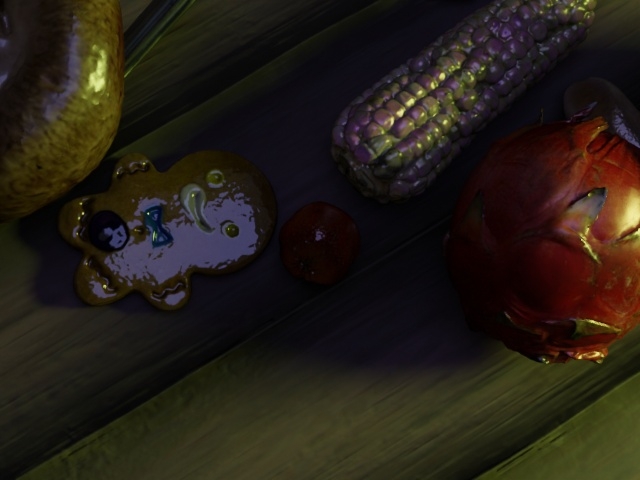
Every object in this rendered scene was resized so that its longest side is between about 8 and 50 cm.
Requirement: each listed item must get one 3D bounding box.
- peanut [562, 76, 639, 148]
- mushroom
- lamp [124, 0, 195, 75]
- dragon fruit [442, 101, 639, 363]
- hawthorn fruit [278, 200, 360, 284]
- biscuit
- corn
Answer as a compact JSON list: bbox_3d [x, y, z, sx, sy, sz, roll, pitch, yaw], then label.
[{"bbox_3d":[0.320,-0.113,1.583,0.076,0.076,0.152,-36,81,-9],"label":"peanut"},{"bbox_3d":[-0.349,-0.186,1.433,0.331,0.356,0.334,21,85,2],"label":"mushroom"},{"bbox_3d":[-0.268,-0.301,1.606,0.283,0.124,0.203,42,100,5],"label":"lamp"},{"bbox_3d":[0.244,0.000,1.480,0.252,0.241,0.241,-43,80,22],"label":"dragon fruit"},{"bbox_3d":[0.000,0.000,1.547,0.093,0.093,0.093,0,77,-1],"label":"hawthorn fruit"},{"bbox_3d":[-0.161,-0.016,1.568,0.236,0.039,0.179,-19,77,-7],"label":"biscuit"},{"bbox_3d":[0.152,-0.173,1.570,0.335,0.126,0.126,-42,82,-12],"label":"corn"}]
